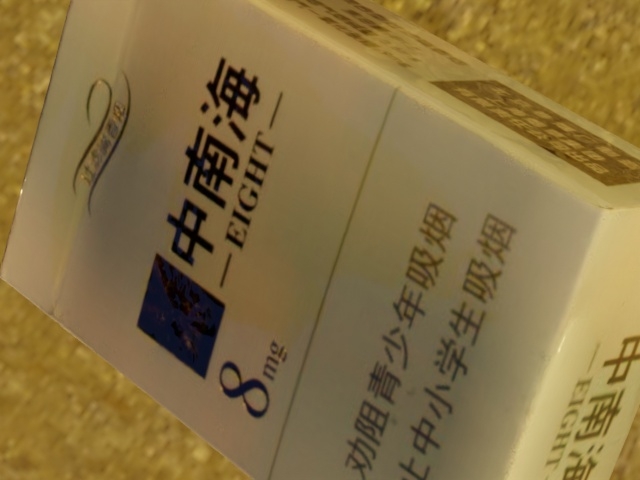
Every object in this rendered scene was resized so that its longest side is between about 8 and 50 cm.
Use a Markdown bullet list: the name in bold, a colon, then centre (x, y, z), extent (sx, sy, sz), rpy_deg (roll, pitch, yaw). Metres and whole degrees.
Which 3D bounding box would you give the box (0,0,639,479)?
- **box**: centre (0.000, 0.000, 0.649), extent (0.243, 0.067, 0.155), rpy_deg (35, 116, 35)
